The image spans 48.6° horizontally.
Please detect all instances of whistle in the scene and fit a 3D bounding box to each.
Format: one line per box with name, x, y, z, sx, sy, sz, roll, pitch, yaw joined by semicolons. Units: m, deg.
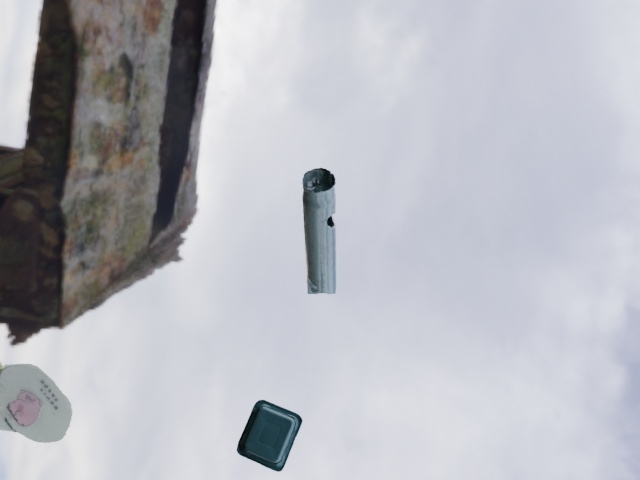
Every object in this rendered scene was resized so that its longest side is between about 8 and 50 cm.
whistle;0.000;0.000;1.310;0.312;0.062;0.062;89;-19;-48

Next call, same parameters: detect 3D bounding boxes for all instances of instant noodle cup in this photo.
instant noodle cup;-0.152;0.578;2.109;0.070;0.157;0.179;105;7;-74

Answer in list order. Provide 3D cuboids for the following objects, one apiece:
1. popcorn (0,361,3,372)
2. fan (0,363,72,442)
popcorn;-0.658;0.276;1.358;0.116;0.106;0.121;-41;-160;17
fan;-0.567;0.322;1.299;0.010;0.310;0.182;-40;-90;16
